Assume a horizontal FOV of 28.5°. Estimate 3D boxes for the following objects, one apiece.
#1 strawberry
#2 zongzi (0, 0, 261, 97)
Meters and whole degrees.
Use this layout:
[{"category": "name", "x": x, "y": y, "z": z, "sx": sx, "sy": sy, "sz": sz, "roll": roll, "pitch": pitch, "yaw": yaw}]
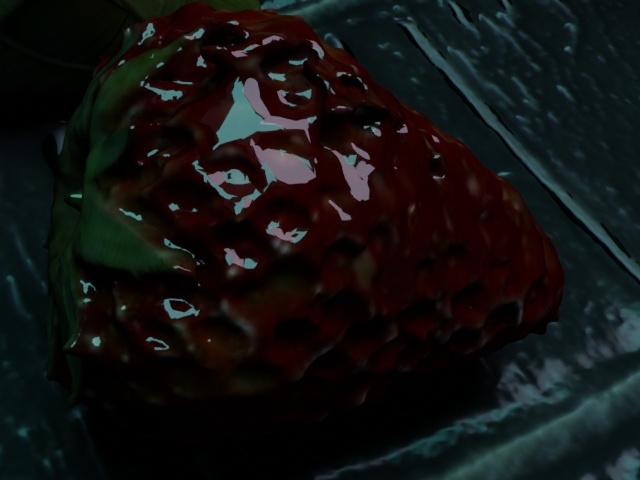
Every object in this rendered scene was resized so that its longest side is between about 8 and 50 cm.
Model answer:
[{"category": "strawberry", "x": 0.000, "y": 0.000, "z": 0.578, "sx": 0.244, "sy": 0.205, "sz": 0.205, "roll": 8, "pitch": 41, "yaw": -24}, {"category": "zongzi", "x": -0.152, "y": -0.113, "z": 0.761, "sx": 0.205, "sy": 0.204, "sz": 0.094, "roll": 14, "pitch": 48, "yaw": -54}]
